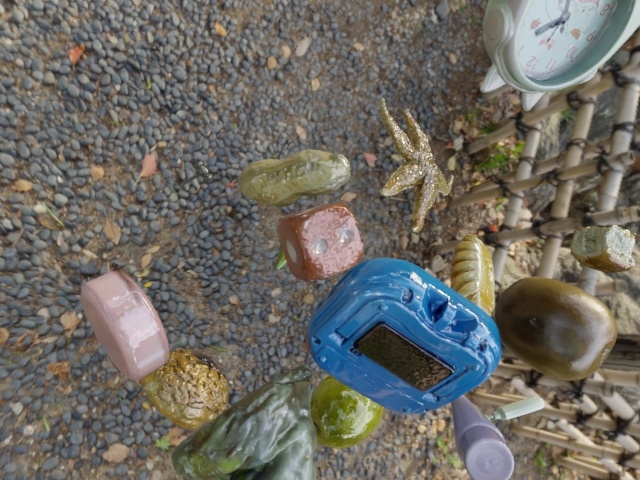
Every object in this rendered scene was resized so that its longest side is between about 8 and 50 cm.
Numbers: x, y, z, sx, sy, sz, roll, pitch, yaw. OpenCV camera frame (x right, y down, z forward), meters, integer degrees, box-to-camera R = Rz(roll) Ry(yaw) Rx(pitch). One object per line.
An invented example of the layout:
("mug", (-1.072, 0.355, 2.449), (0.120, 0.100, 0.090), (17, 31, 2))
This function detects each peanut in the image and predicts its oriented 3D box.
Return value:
("peanut", (-0.065, -0.153, 1.093), (0.130, 0.290, 0.130), (-9, 90, -69))

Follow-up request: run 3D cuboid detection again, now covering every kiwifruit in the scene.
("kiwifruit", (0.484, 0.177, 0.934), (0.196, 0.234, 0.195), (-15, 122, -25))

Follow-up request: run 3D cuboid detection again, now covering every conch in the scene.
("conch", (-0.095, 0.003, 1.496), (0.080, 0.095, 0.200), (34, 112, -3))

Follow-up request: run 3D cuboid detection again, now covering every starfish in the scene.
("starfish", (0.218, -0.166, 1.015), (0.299, 0.060, 0.302), (43, 50, -26))

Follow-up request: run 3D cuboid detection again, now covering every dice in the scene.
("dice", (0.000, 0.000, 1.164), (0.179, 0.174, 0.174), (-18, 97, -21))

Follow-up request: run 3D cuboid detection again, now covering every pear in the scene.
("pear", (0.093, 0.592, 1.562), (0.307, 0.253, 0.252), (-12, 89, -32))

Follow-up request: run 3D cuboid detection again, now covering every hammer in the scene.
("hammer", (-0.386, -0.190, 1.331), (0.029, 0.292, 0.058), (-39, 108, -23))

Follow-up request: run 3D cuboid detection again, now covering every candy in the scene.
("candy", (-0.431, 0.179, 0.964), (0.094, 0.255, 0.255), (-30, 98, -36))

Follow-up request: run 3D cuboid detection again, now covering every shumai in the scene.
("shumai", (-0.098, 0.435, 0.876), (0.304, 0.309, 0.263), (-16, 68, -49))

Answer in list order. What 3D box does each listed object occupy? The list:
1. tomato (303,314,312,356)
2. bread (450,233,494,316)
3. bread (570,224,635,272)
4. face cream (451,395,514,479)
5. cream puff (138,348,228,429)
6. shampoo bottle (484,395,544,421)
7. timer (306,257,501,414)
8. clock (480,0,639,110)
("tomato", (0.069, 0.375, 1.765), (0.265, 0.265, 0.264), (4, 82, -27))
("bread", (0.517, 0.131, 1.517), (0.173, 0.121, 0.311), (47, 43, -29))
("bread", (0.497, 0.015, 0.778), (0.070, 0.083, 0.076), (12, 85, -16))
("face cream", (0.329, 0.411, 0.946), (0.096, 0.274, 0.154), (-27, 85, 6))
("cream puff", (-0.499, 0.538, 1.672), (0.343, 0.327, 0.231), (40, 81, 2))
("shampoo bottle", (0.450, 0.399, 1.035), (0.141, 0.049, 0.034), (-13, 76, -9))
("timer", (0.155, 0.202, 0.873), (0.340, 0.309, 0.115), (34, 35, -8))
("clock", (0.402, -0.388, 0.746), (0.265, 0.324, 0.108), (10, 37, -29))
